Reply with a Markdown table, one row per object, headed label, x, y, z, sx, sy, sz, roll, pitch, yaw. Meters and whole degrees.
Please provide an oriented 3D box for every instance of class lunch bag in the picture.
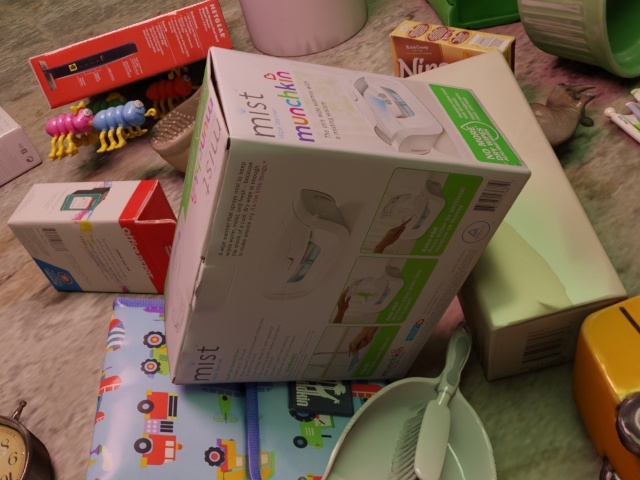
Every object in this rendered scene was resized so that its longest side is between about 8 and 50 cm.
| label | x | y | z | sx | sy | sz | roll | pitch | yaw |
| --- | --- | --- | --- | --- | --- | --- | --- | --- | --- |
| lunch bag | -0.053 | 0.173 | 0.606 | 0.293 | 0.138 | 0.221 | -2 | 43 | -9 |

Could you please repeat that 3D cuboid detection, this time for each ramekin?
| label | x | y | z | sx | sy | sz | roll | pitch | yaw |
| --- | --- | --- | --- | --- | --- | --- | --- | --- | --- |
| ramekin | 0.419 | -0.398 | 0.906 | 0.303 | 0.303 | 0.148 | -39 | 41 | -22 |

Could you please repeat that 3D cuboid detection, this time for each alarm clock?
| label | x | y | z | sx | sy | sz | roll | pitch | yaw |
| --- | --- | --- | --- | --- | --- | --- | --- | --- | --- |
| alarm clock | -0.333 | 0.259 | 0.622 | 0.129 | 0.064 | 0.192 | -23 | 42 | -8 |

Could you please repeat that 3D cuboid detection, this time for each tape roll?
| label | x | y | z | sx | sy | sz | roll | pitch | yaw |
| --- | --- | --- | --- | --- | --- | --- | --- | --- | --- |
| tape roll | -0.040 | -0.491 | 1.214 | 0.246 | 0.169 | 0.246 | -8 | 45 | 8 |

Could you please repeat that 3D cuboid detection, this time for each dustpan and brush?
| label | x | y | z | sx | sy | sz | roll | pitch | yaw |
| --- | --- | --- | --- | --- | --- | --- | --- | --- | --- |
| dustpan and brush | 0.102 | 0.157 | 0.566 | 0.147 | 0.060 | 0.211 | 30 | 39 | 0 |

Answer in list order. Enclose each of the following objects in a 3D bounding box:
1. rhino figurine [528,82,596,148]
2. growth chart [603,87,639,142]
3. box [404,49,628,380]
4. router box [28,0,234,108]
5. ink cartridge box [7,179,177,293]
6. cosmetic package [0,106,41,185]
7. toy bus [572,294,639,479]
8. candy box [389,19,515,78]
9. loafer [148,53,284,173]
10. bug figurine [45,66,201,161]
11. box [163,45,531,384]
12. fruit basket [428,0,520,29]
| label | x | y | z | sx | sy | sz | roll | pitch | yaw |
| --- | --- | --- | --- | --- | --- | --- | --- | --- | --- |
| rhino figurine | 0.278 | -0.149 | 0.848 | 0.243 | 0.073 | 0.106 | -31 | 40 | -12 |
| growth chart | 0.510 | -0.179 | 0.851 | 0.237 | 0.021 | 0.172 | -23 | 45 | -10 |
| box | 0.182 | -0.032 | 0.661 | 0.121 | 0.148 | 0.311 | -16 | 56 | 4 |
| router box | -0.313 | -0.338 | 1.114 | 0.301 | 0.082 | 0.335 | -19 | 21 | -3 |
| ink cartridge box | -0.258 | -0.003 | 0.813 | 0.231 | 0.134 | 0.078 | 0 | 46 | 15 |
| cosmetic package | -0.614 | -0.125 | 1.073 | 0.231 | 0.085 | 0.117 | -37 | 47 | -22 |
| toy bus | 0.299 | 0.192 | 0.435 | 0.130 | 0.108 | 0.333 | -19 | 44 | -4 |
| candy box | 0.199 | -0.263 | 0.961 | 0.186 | 0.109 | 0.053 | 22 | 55 | 32 |
| loafer | -0.153 | -0.204 | 1.013 | 0.268 | 0.092 | 0.102 | -41 | 50 | -20 |
| bug figurine | -0.323 | -0.209 | 1.022 | 0.216 | 0.072 | 0.279 | -12 | 23 | 15 |
| box | 0.000 | 0.000 | 0.534 | 0.231 | 0.262 | 0.127 | 3 | 43 | -20 |
| fruit basket | 0.256 | -0.601 | 1.098 | 0.282 | 0.392 | 0.392 | -8 | 44 | 8 |
